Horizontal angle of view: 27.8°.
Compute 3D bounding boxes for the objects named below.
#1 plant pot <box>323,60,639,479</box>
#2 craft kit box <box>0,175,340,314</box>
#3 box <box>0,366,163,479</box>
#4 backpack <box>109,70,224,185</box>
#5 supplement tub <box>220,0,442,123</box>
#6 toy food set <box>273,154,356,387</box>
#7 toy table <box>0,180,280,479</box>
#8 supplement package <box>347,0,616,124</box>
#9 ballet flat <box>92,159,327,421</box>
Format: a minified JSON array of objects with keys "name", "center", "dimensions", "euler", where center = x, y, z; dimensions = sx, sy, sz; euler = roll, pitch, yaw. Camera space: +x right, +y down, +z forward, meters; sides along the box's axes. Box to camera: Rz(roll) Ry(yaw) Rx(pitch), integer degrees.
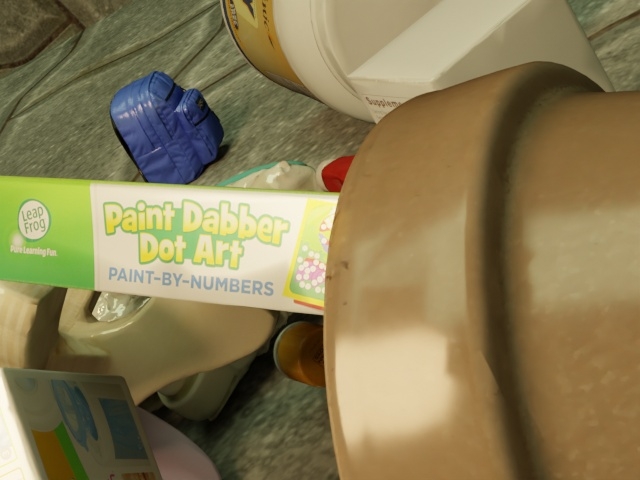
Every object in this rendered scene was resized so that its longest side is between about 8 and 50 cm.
[{"name":"plant pot","center":[0.162,0.044,0.423],"dimensions":[0.229,0.263,0.263],"euler":[-17,27,32]},{"name":"craft kit box","center":[0.000,0.000,0.652],"dimensions":[0.250,0.061,0.246],"euler":[4,0,32]},{"name":"box","center":[-0.125,0.172,0.599],"dimensions":[0.103,0.203,0.114],"euler":[-28,-16,15]},{"name":"backpack","center":[-0.173,-0.131,1.451],"dimensions":[0.101,0.120,0.098],"euler":[-29,21,13]},{"name":"supplement tub","center":[0.046,-0.231,1.207],"dimensions":[0.228,0.228,0.316],"euler":[-37,21,-7]},{"name":"toy food set","center":[0.039,0.000,0.888],"dimensions":[0.232,0.111,0.104],"euler":[-40,20,-20]},{"name":"toy table","center":[-0.173,0.063,0.784],"dimensions":[0.252,0.274,0.161],"euler":[-109,38,-70]},{"name":"supplement package","center":[0.120,-0.058,0.799],"dimensions":[0.105,0.179,0.105],"euler":[-40,22,-16]},{"name":"ballet flat","center":[-0.144,0.105,0.948],"dimensions":[0.409,0.147,0.147],"euler":[-34,21,8]}]
